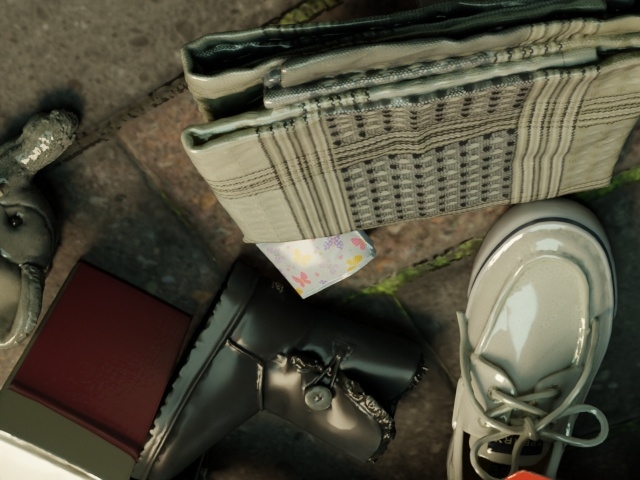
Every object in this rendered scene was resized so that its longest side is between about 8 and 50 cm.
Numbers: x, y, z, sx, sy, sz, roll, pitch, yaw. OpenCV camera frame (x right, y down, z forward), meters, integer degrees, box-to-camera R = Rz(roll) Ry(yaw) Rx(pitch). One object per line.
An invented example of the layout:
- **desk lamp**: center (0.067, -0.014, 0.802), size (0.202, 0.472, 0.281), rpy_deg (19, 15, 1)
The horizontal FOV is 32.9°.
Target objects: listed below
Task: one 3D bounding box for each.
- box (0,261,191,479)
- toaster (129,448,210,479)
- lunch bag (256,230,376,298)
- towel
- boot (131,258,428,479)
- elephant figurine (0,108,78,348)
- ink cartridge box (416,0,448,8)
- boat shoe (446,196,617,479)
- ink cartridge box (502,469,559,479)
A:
- **box**: center (-0.223, 0.157, 0.970), size (0.127, 0.232, 0.148), rpy_deg (28, 123, -9)
- **toaster**: center (-0.209, 0.264, 1.077), size (0.186, 0.168, 0.110), rpy_deg (7, 125, 4)
- **lunch bag**: center (0.000, 0.000, 0.937), size (0.083, 0.053, 0.071), rpy_deg (-28, 112, 36)
- **towel**: center (0.077, -0.067, 0.737), size (0.312, 0.056, 0.324), rpy_deg (-8, 163, 2)
- **boot**: center (-0.040, 0.161, 1.005), size (0.207, 0.094, 0.246), rpy_deg (28, 105, -6)
- **elephant figurine**: center (-0.301, 0.019, 0.953), size (0.239, 0.169, 0.186), rpy_deg (-13, 150, 0)
- **ink cartridge box**: center (0.127, -0.185, 0.731), size (0.109, 0.150, 0.063), rpy_deg (-15, 118, 19)
- **boat shoe**: center (0.170, 0.147, 0.939), size (0.136, 0.156, 0.367), rpy_deg (12, 125, 2)
- **ink cartridge box**: center (0.155, 0.369, 0.954), size (0.308, 0.091, 0.385), rpy_deg (25, 124, -32)
